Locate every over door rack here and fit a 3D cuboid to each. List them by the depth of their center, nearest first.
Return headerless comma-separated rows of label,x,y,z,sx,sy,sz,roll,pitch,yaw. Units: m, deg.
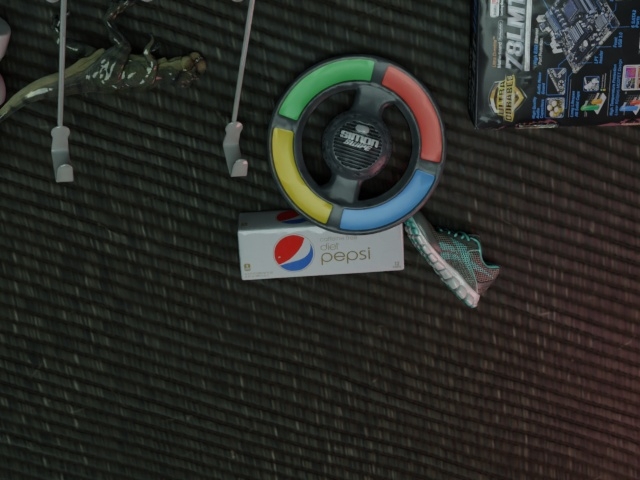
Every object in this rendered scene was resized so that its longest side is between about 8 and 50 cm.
over door rack,-0.198,-0.229,1.439,0.239,0.108,0.324,-3,127,-16

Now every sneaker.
sneaker,0.176,0.009,1.653,0.076,0.065,0.166,-42,112,-2

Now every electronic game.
electronic game,0.046,-0.120,1.562,0.229,0.048,0.229,0,94,-1

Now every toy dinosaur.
toy dinosaur,-0.269,-0.225,1.499,0.268,0.064,0.118,-13,99,-15

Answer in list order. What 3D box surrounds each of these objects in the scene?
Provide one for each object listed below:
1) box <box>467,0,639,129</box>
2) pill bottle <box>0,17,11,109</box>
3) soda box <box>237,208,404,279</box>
box,0.332,-0.286,1.515,0.293,0.073,0.296,-2,114,0
pill bottle,-0.478,-0.149,1.506,0.162,0.162,0.279,19,112,-9
soda box,0.000,0.000,1.632,0.216,0.069,0.074,-4,113,-1
